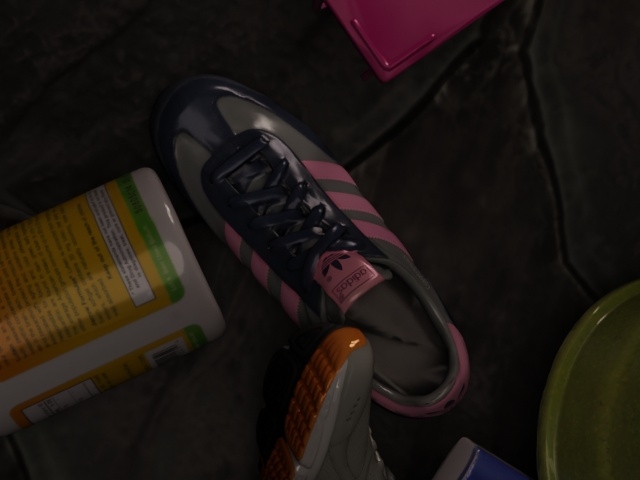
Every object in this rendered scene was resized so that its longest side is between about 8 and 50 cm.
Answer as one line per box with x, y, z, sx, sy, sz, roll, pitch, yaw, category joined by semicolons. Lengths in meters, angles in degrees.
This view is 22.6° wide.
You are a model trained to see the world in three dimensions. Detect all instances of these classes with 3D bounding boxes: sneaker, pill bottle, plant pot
0.015;0.168;1.165;0.121;0.099;0.262;2;125;-19;sneaker
-0.204;0.056;1.143;0.246;0.136;0.136;-25;94;-5;pill bottle
0.000;0.000;1.166;0.112;0.131;0.319;-44;95;-3;sneaker
0.335;0.144;1.101;0.276;0.254;0.276;5;79;-28;plant pot

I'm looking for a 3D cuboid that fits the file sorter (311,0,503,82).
0.034;-0.281;1.138;0.202;0.182;0.290;-35;94;-3;file sorter

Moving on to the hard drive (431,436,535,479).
0.176;0.313;1.197;0.319;0.040;0.210;33;91;-20;hard drive
